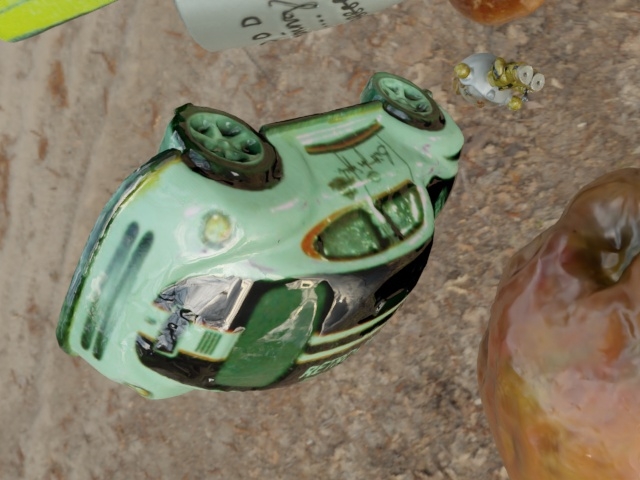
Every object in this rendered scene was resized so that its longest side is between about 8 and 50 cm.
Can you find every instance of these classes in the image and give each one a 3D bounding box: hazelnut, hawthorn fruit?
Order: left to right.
[{"bbox_3d":[0.255,-0.406,1.149,0.182,0.182,0.182,8,104,35],"label":"hazelnut"},{"bbox_3d":[0.386,0.134,0.856,0.471,0.471,0.472,8,104,35],"label":"hawthorn fruit"}]

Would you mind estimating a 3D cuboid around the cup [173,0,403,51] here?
[{"bbox_3d":[-0.009,-0.291,0.824,0.234,0.258,0.186,-5,86,11],"label":"cup"}]

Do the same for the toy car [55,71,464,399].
[{"bbox_3d":[0.000,0.000,0.466,0.125,0.306,0.136,44,124,19],"label":"toy car"}]

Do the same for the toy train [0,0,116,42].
[{"bbox_3d":[-0.187,-0.253,0.436,0.442,0.272,0.179,-8,55,34],"label":"toy train"}]

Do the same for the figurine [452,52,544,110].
[{"bbox_3d":[0.218,-0.204,1.012,0.101,0.143,0.068,24,88,0],"label":"figurine"}]
